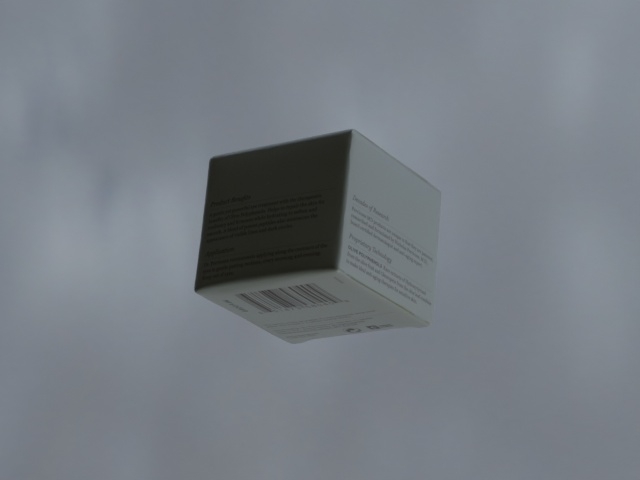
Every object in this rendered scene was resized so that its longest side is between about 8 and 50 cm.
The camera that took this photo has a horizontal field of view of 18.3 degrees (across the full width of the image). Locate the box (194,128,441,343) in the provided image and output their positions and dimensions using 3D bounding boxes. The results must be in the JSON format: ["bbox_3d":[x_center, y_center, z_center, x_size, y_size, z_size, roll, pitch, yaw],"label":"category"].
[{"bbox_3d":[0.000,0.000,1.126,0.101,0.102,0.087,-9,-115,33],"label":"box"}]
